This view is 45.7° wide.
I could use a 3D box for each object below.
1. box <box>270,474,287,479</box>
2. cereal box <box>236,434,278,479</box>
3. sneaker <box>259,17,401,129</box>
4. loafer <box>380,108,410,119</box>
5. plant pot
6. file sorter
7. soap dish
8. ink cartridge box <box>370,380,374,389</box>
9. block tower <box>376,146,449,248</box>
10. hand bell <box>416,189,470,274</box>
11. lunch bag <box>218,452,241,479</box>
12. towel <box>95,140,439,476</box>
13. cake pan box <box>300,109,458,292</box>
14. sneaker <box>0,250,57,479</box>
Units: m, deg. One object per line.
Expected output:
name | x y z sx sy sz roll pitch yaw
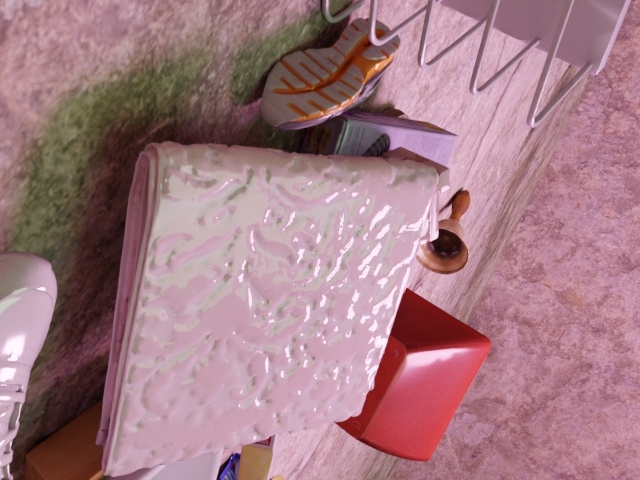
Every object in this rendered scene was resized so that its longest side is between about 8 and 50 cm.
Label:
box | -0.118 0.619 1.594 0.232 0.087 0.058 -61 160 -1
cereal box | -0.077 0.248 1.098 0.240 0.047 0.173 -80 -178 -48
sneaker | 0.011 -0.170 0.844 0.215 0.084 0.083 -38 166 -37
loafer | 0.095 -0.152 1.105 0.148 0.050 0.056 -33 149 -49
plant pot | 0.100 0.226 1.371 0.235 0.267 0.267 14 105 -56
file sorter | 0.155 -0.273 0.767 0.173 0.277 0.193 -42 153 -32
soap dish | -0.221 0.291 0.850 0.229 0.118 0.291 -36 149 -49
ink cartridge box | 0.029 0.141 1.184 0.198 0.115 0.067 -81 169 -59
block tower | 0.000 0.000 0.864 0.335 0.091 0.097 -27 130 -28
hand bell | 0.302 -0.043 1.713 0.242 0.126 0.126 -56 163 -48
lunch bag | -0.081 0.539 1.267 0.138 0.293 0.221 -38 151 -45
towel | -0.047 0.062 0.751 0.331 0.053 0.317 -2 116 -40
cake pan box | 0.057 -0.037 1.022 0.245 0.070 0.267 -3 116 -45
sneaker | -0.253 0.157 0.543 0.305 0.152 0.114 -62 158 1
